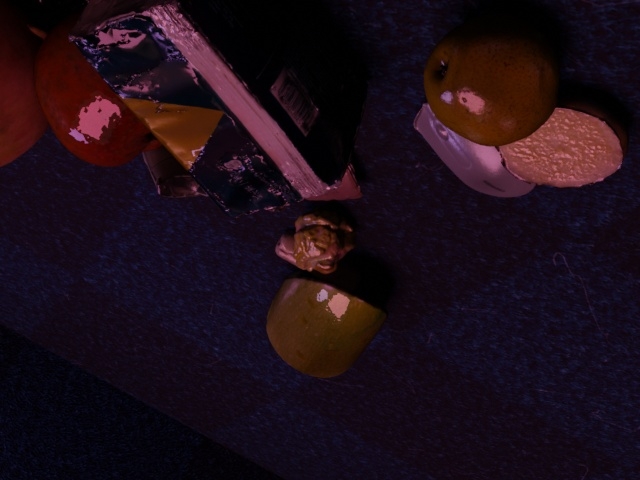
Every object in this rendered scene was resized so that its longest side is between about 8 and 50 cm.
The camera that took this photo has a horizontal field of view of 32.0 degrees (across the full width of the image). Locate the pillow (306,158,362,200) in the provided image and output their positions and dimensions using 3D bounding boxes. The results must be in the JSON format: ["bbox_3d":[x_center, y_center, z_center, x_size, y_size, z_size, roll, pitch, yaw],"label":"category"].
[{"bbox_3d":[-0.015,-0.166,2.010,0.135,0.049,0.248,3,141,33],"label":"pillow"}]

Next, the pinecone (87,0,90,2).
[{"bbox_3d":[-0.322,-0.410,1.772,0.102,0.109,0.102,41,-177,-3],"label":"pinecone"}]

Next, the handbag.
[{"bbox_3d":[-0.191,-0.103,1.971,0.241,0.315,0.109,6,115,-25],"label":"handbag"}]

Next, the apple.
[{"bbox_3d":[-0.651,-0.280,1.968,0.363,0.364,0.364,18,151,11],"label":"apple"}]

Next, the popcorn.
[{"bbox_3d":[0.000,0.000,2.200,0.126,0.126,0.145,33,133,6],"label":"popcorn"}]

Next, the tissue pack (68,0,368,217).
[{"bbox_3d":[-0.138,-0.270,1.688,0.253,0.264,0.416,-11,137,32],"label":"tissue pack"}]

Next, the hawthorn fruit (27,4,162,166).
[{"bbox_3d":[-0.363,-0.283,1.873,0.298,0.277,0.277,35,151,-1],"label":"hawthorn fruit"}]

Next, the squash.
[{"bbox_3d":[0.025,0.138,2.383,0.233,0.210,0.309,24,139,-3],"label":"squash"}]

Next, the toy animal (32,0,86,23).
[{"bbox_3d":[-0.465,-0.473,1.795,0.195,0.091,0.324,13,155,-9],"label":"toy animal"}]

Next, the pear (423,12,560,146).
[{"bbox_3d":[0.243,-0.228,1.580,0.198,0.198,0.198,18,151,11],"label":"pear"}]

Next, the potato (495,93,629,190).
[{"bbox_3d":[0.370,-0.159,1.698,0.200,0.081,0.164,-3,131,36],"label":"potato"}]

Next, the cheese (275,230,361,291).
[{"bbox_3d":[-0.003,0.047,2.339,0.194,0.065,0.043,28,-166,-10],"label":"cheese"}]

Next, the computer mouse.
[{"bbox_3d":[0.252,-0.146,1.815,0.230,0.079,0.128,34,147,-10],"label":"computer mouse"}]
